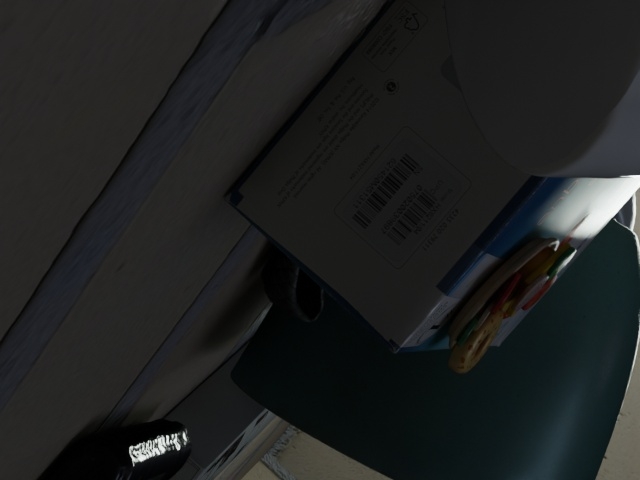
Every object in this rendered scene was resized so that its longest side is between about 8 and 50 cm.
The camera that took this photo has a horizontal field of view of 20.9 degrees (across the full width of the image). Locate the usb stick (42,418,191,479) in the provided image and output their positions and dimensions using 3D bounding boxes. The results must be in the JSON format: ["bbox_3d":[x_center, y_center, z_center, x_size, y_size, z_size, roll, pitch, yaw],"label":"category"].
[{"bbox_3d":[-0.140,0.160,1.203,0.077,0.045,0.278,-42,175,1],"label":"usb stick"}]

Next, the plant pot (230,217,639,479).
[{"bbox_3d":[0.112,0.061,1.333,0.235,0.293,0.293,-64,174,1],"label":"plant pot"}]

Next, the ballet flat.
[{"bbox_3d":[0.000,0.000,1.147,0.057,0.049,0.173,-43,170,-26],"label":"ballet flat"}]

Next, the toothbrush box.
[{"bbox_3d":[0.100,-0.054,0.987,0.216,0.126,0.295,-49,167,8],"label":"toothbrush box"}]

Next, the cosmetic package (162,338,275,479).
[{"bbox_3d":[-0.084,0.155,1.526,0.099,0.060,0.239,-51,174,35],"label":"cosmetic package"}]

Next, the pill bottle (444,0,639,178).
[{"bbox_3d":[0.268,-0.107,0.675,0.408,0.229,0.229,1,153,-19],"label":"pill bottle"}]

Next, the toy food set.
[{"bbox_3d":[0.097,0.031,0.904,0.083,0.020,0.082,-39,165,-23],"label":"toy food set"}]

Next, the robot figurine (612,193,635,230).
[{"bbox_3d":[0.156,0.002,1.600,0.353,0.200,0.300,-47,-179,-25],"label":"robot figurine"}]
